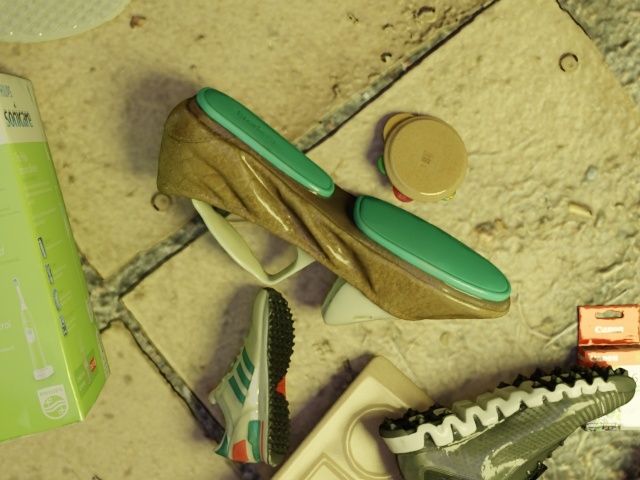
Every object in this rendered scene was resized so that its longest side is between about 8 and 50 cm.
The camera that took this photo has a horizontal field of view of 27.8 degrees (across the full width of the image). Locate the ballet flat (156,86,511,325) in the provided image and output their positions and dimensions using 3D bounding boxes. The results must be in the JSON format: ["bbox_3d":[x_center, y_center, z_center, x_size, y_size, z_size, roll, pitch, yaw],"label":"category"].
[{"bbox_3d":[0.000,0.000,1.151,0.342,0.116,0.124,31,112,-5],"label":"ballet flat"}]

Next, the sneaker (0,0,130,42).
[{"bbox_3d":[-0.317,-0.242,1.081,0.321,0.126,0.127,-8,51,-30],"label":"sneaker"}]

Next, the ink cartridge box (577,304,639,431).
[{"bbox_3d":[0.274,0.119,1.210,0.063,0.029,0.115,-2,95,-3],"label":"ink cartridge box"}]

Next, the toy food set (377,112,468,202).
[{"bbox_3d":[0.094,-0.073,1.181,0.083,0.020,0.082,10,80,-11],"label":"toy food set"}]

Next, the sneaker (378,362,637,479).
[{"bbox_3d":[0.176,0.181,1.162,0.234,0.078,0.106,-16,95,-5],"label":"sneaker"}]

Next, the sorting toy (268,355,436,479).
[{"bbox_3d":[0.057,0.241,1.184,0.193,0.038,0.208,43,73,-6],"label":"sorting toy"}]

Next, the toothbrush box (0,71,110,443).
[{"bbox_3d":[-0.275,0.011,1.075,0.122,0.206,0.283,-13,96,-2],"label":"toothbrush box"}]

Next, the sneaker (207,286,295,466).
[{"bbox_3d":[-0.068,0.123,1.172,0.075,0.057,0.161,-2,82,22],"label":"sneaker"}]
